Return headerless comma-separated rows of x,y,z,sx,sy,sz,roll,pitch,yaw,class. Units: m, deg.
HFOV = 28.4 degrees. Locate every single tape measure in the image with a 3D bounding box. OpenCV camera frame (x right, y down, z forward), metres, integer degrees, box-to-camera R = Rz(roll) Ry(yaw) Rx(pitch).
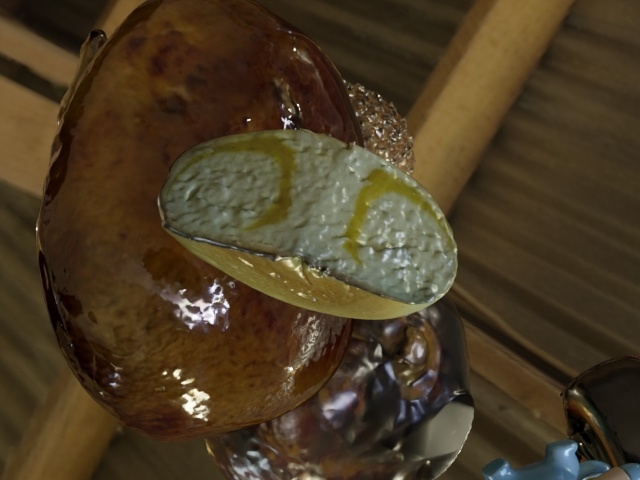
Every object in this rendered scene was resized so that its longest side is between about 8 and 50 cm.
0.368,0.246,1.466,0.135,0.202,0.223,-26,-114,-8,tape measure

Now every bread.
0.000,0.000,0.682,0.157,0.094,0.083,10,-123,19,bread

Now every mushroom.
-0.100,-0.014,0.973,0.260,0.345,0.345,2,-107,29,mushroom

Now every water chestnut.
-0.010,0.162,1.504,0.347,0.335,0.335,9,-102,54,water chestnut

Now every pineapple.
0.019,-0.165,1.964,0.202,0.362,0.202,-3,-101,19,pineapple

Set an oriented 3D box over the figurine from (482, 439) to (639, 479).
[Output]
0.280,0.299,1.248,0.154,0.180,0.262,-25,-81,53,figurine
